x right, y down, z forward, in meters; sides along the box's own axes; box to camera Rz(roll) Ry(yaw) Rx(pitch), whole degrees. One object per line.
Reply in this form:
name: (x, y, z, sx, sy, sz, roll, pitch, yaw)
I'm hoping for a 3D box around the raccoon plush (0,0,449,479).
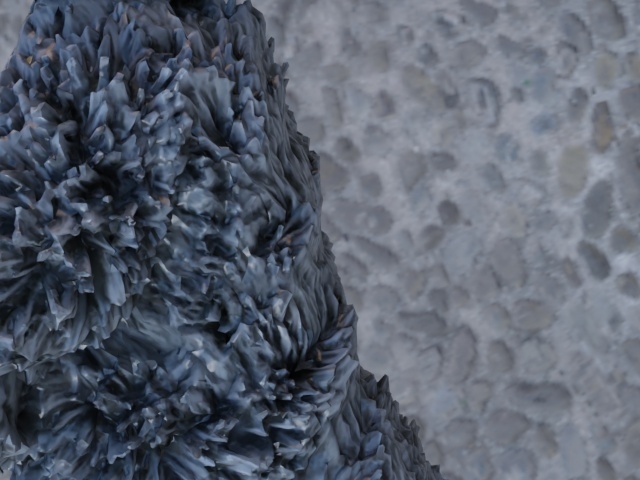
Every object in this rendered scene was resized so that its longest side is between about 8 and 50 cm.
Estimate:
raccoon plush: (0.000, 0.000, 0.563, 0.299, 0.216, 0.447, 23, 111, -13)
